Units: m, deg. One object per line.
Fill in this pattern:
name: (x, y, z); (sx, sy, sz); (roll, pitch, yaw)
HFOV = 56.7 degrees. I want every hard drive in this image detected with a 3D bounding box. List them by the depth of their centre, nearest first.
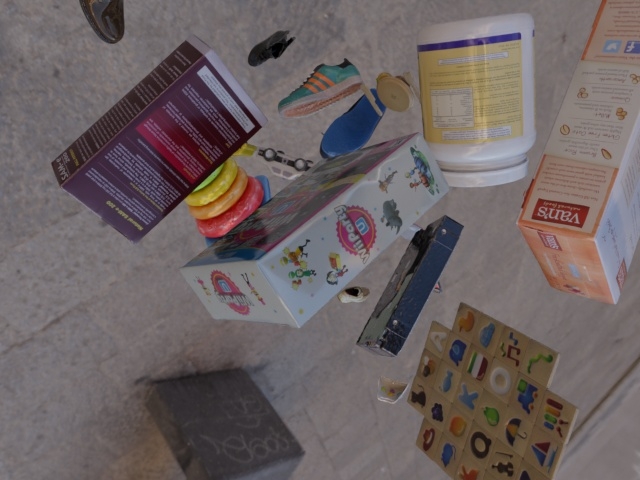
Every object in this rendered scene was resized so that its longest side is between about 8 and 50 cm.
hard drive: (0.209, 0.115, 1.412); (0.339, 0.064, 0.237); (-59, -178, -13)

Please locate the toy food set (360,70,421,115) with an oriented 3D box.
toy food set: (0.216, -0.426, 1.697); (0.039, 0.192, 0.132); (-53, 122, -27)

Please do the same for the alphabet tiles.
alphabet tiles: (0.266, 0.274, 0.990); (0.011, 0.342, 0.285); (10, 99, -29)

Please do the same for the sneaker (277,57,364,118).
sneaker: (-0.014, -0.499, 1.937); (0.302, 0.121, 0.108); (-24, 167, -11)

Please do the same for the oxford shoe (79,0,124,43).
oxford shoe: (-0.400, -0.474, 1.116); (0.083, 0.096, 0.227); (-45, 151, -38)

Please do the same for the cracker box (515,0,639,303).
cracker box: (0.258, -0.078, 0.527); (0.155, 0.067, 0.233); (40, 71, -51)

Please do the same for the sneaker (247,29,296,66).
sneaker: (-0.142, -0.540, 1.676); (0.170, 0.089, 0.051); (-33, 124, 21)

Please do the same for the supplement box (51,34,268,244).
supplement box: (-0.199, -0.125, 0.748); (0.239, 0.073, 0.130); (-43, 135, -2)

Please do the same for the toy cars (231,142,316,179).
toy cars: (-0.184, -0.222, 1.621); (0.393, 0.176, 0.087); (13, 100, -28)

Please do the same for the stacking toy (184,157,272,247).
stacking toy: (-0.236, -0.137, 1.168); (0.165, 0.175, 0.302); (-27, 129, 12)

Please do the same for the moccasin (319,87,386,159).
moccasin: (0.110, -0.340, 1.865); (0.342, 0.137, 0.117); (-45, 176, -33)

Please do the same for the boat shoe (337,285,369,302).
boat shoe: (0.119, 0.177, 1.980); (0.135, 0.050, 0.045); (-8, 148, -42)

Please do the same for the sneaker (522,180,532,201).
sneaker: (0.513, -0.108, 1.371); (0.064, 0.068, 0.175); (-2, 138, 1)

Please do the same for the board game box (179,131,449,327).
board game box: (-0.009, -0.017, 0.797); (0.303, 0.224, 0.098); (-41, 109, -31)

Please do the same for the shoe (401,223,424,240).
shoe: (0.241, -0.064, 1.791); (0.064, 0.177, 0.081); (101, 11, -54)

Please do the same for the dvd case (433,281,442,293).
dvd case: (0.292, 0.099, 1.673); (0.013, 0.087, 0.120); (-54, 135, -30)

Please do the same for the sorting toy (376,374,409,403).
sorting toy: (0.184, 0.402, 1.568); (0.075, 0.083, 0.045); (-40, 137, -57)

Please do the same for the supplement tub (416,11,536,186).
supplement tub: (0.336, -0.300, 1.272); (0.240, 0.241, 0.332); (-18, 111, -32)
